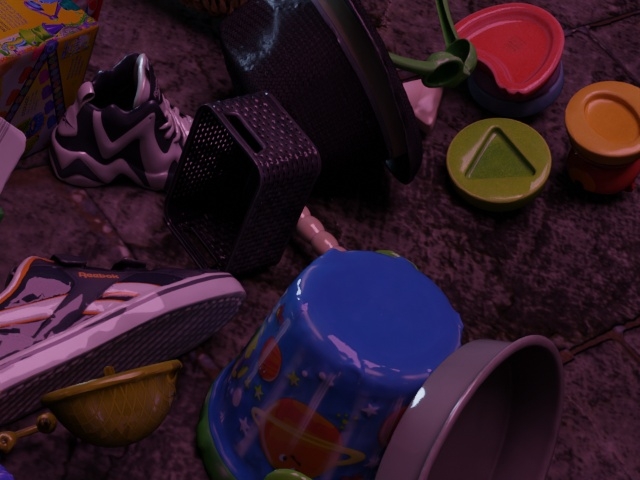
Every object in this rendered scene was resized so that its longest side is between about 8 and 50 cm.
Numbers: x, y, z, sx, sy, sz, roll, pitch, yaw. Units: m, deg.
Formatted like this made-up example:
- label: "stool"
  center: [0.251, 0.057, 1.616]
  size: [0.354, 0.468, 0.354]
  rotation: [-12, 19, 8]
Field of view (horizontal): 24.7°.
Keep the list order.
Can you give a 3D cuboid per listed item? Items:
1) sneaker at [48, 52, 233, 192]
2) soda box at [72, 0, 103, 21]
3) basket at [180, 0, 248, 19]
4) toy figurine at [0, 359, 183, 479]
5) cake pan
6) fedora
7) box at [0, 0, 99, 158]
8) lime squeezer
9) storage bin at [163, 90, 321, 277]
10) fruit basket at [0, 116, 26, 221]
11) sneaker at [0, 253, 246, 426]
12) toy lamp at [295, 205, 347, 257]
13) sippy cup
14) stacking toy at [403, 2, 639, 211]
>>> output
- label: "sneaker"
  center: [-0.177, -0.138, 1.629]
  size: [0.235, 0.153, 0.094]
  rotation: [3, 48, -23]
- label: "soda box"
  center: [-0.390, -0.330, 1.767]
  size: [0.263, 0.092, 0.083]
  rotation: [36, 42, 12]
- label: "basket"
  center: [-0.112, -0.428, 1.921]
  size: [0.223, 0.213, 0.299]
  rotation: [21, 45, 14]
- label: "toy figurine"
  center: [-0.265, 0.244, 1.213]
  size: [0.362, 0.191, 0.217]
  rotation: [-10, 69, -32]
- label: "cake pan"
  center: [0.131, 0.216, 1.339]
  size: [0.054, 0.293, 0.293]
  rotation: [22, 37, 30]
- label: "fedora"
  center: [-0.018, -0.190, 1.720]
  size: [0.152, 0.334, 0.334]
  rotation: [-28, 59, -8]
- label: "box"
  center: [-0.448, -0.212, 1.557]
  size: [0.290, 0.177, 0.279]
  rotation: [42, 44, 17]
- label: "lime squeezer"
  center: [0.149, -0.242, 1.835]
  size: [0.110, 0.058, 0.310]
  rotation: [64, 28, -14]
- label: "storage bin"
  center: [-0.086, -0.057, 1.569]
  size: [0.084, 0.180, 0.122]
  rotation: [-16, 56, -38]
- label: "fruit basket"
  center: [-0.474, -0.049, 1.326]
  size: [0.353, 0.327, 0.165]
  rotation: [35, 2, 20]
- label: "sneaker"
  center: [-0.226, 0.068, 1.417]
  size: [0.321, 0.126, 0.127]
  rotation: [-19, 63, -36]
- label: "toy lamp"
  center: [0.000, 0.000, 1.631]
  size: [0.080, 0.080, 0.275]
  rotation: [-24, 60, -41]
- label: "sippy cup"
  center: [0.022, 0.135, 1.394]
  size: [0.240, 0.224, 0.305]
  rotation: [2, 46, -25]
- label: "stacking toy"
  center: [0.256, -0.145, 1.919]
  size: [0.279, 0.130, 0.309]
  rotation: [-31, 59, -14]
